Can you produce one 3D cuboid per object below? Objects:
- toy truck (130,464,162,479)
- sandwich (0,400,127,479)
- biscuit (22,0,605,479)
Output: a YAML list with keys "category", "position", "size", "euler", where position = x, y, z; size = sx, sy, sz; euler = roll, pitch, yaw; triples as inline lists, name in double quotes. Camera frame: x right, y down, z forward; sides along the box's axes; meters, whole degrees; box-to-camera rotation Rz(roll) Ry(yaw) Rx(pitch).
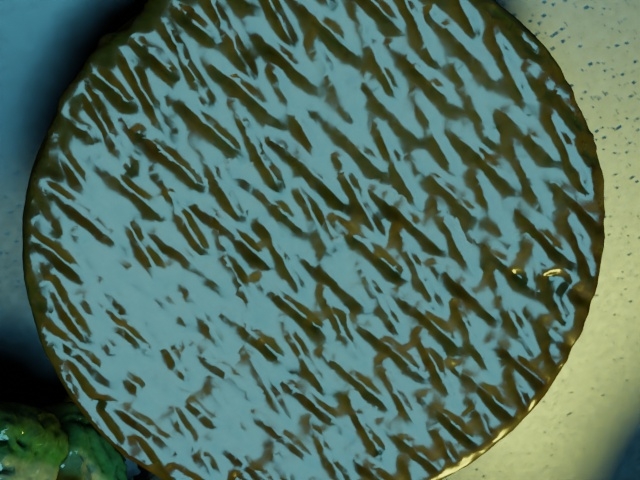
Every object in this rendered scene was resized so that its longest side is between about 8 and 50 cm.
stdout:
- category: "toy truck"
  position: [-0.035, 0.115, 0.693]
  size: [0.111, 0.076, 0.077]
  euler: [-44, 126, 0]
- category: "sandwich"
  position: [-0.183, 0.166, 0.653]
  size: [0.185, 0.160, 0.109]
  euler: [-25, 148, 16]
- category: "biscuit"
  position: [0.000, 0.000, 0.604]
  size: [0.262, 0.037, 0.262]
  euler: [-3, 109, -10]
